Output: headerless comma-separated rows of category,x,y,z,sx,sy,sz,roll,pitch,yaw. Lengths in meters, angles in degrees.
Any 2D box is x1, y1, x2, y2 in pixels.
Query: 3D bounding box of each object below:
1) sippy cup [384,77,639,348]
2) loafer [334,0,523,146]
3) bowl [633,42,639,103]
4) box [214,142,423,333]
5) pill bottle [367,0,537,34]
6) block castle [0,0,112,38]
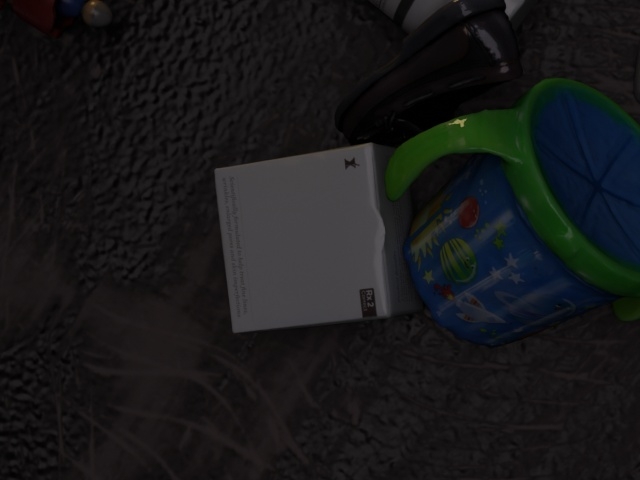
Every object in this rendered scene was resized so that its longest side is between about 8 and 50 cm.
sippy cup,0.212,-0.009,1.590,0.305,0.240,0.224,51,129,-3
loafer,0.105,-0.145,1.594,0.109,0.302,0.095,-21,79,-29
bowl,0.411,-0.200,1.674,0.142,0.053,0.142,12,89,8
box,0.000,0.000,1.662,0.182,0.119,0.181,-7,87,20
pill bottle,0.096,-0.317,1.660,0.283,0.161,0.161,39,93,6
block castle,-0.259,-0.447,1.635,0.212,0.303,0.453,23,92,6
